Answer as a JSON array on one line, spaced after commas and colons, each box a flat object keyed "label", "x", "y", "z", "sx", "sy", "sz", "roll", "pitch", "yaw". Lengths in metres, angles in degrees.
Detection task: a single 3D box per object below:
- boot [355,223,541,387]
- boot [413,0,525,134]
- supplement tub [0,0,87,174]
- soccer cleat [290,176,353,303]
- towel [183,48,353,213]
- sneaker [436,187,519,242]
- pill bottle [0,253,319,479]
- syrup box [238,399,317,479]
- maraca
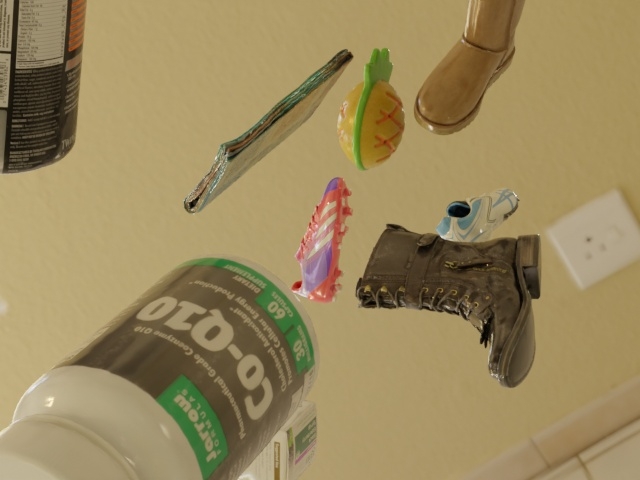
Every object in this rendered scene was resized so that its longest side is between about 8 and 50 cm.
[{"label": "boot", "x": 0.155, "y": 0.077, "z": 1.524, "sx": 0.229, "sy": 0.091, "sz": 0.263, "roll": 1, "pitch": 40, "yaw": 15}, {"label": "boot", "x": 0.215, "y": -0.306, "z": 1.658, "sx": 0.089, "sy": 0.269, "sz": 0.236, "roll": 26, "pitch": 56, "yaw": 15}, {"label": "supplement tub", "x": -0.362, "y": -0.250, "z": 1.371, "sx": 0.193, "sy": 0.316, "sz": 0.193, "roll": 9, "pitch": 27, "yaw": -4}, {"label": "soccer cleat", "x": 0.000, "y": 0.000, "z": 2.190, "sx": 0.095, "sy": 0.248, "sz": 0.083, "roll": 11, "pitch": 28, "yaw": 11}, {"label": "towel", "x": -0.102, "y": -0.210, "z": 2.353, "sx": 0.370, "sy": 0.040, "sz": 0.271, "roll": -43, "pitch": -2, "yaw": -32}, {"label": "sneaker", "x": 0.253, "y": -0.044, "z": 1.951, "sx": 0.085, "sy": 0.086, "sz": 0.237, "roll": -47, "pitch": -4, "yaw": 31}, {"label": "pill bottle", "x": -0.164, "y": 0.175, "z": 1.176, "sx": 0.204, "sy": 0.204, "sz": 0.361, "roll": -16, "pitch": 17, "yaw": 34}, {"label": "syrup box", "x": -0.129, "y": 0.251, "z": 1.629, "sx": 0.236, "sy": 0.096, "sz": 0.093, "roll": 9, "pitch": 22, "yaw": 23}, {"label": "maraca", "x": 0.079, "y": -0.196, "z": 1.825, "sx": 0.099, "sy": 0.186, "sz": 0.127, "roll": 11, "pitch": 14, "yaw": 17}]
